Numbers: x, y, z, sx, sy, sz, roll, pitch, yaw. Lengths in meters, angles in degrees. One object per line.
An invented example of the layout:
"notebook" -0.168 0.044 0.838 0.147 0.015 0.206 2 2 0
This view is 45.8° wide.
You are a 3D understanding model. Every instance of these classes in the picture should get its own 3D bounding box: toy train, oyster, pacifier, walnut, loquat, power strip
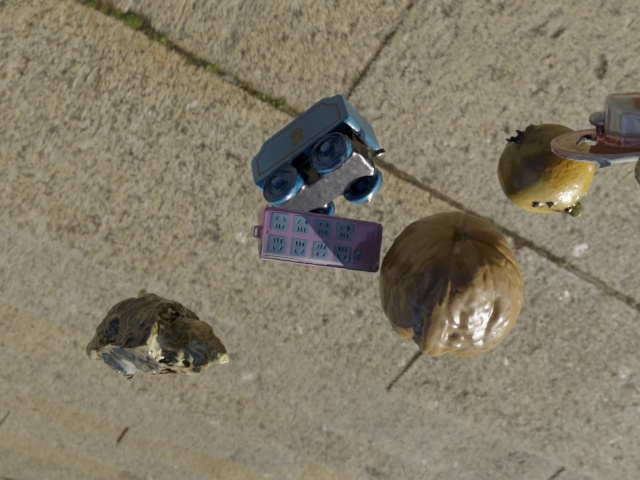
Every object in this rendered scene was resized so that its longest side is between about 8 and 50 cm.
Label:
"toy train" -0.002 -0.185 1.811 0.300 0.265 0.188 -34 133 19
"oyster" -0.279 0.155 1.245 0.166 0.341 0.110 -45 119 -23
"pacifier" 0.531 -0.131 1.181 0.332 0.272 0.220 2 163 24
"walnut" 0.260 0.098 1.523 0.277 0.252 0.312 -8 135 -13
"loquat" 0.422 -0.126 1.405 0.172 0.149 0.204 -34 93 5
"power strip" 0.000 0.000 1.566 0.279 0.037 0.109 8 84 -15

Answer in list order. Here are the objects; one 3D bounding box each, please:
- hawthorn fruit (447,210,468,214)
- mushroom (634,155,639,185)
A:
"hawthorn fruit" 0.360 0.001 2.104 0.173 0.173 0.179 38 147 -27
"mushroom" 0.343 -0.059 0.711 0.085 0.079 0.085 -8 164 -2
